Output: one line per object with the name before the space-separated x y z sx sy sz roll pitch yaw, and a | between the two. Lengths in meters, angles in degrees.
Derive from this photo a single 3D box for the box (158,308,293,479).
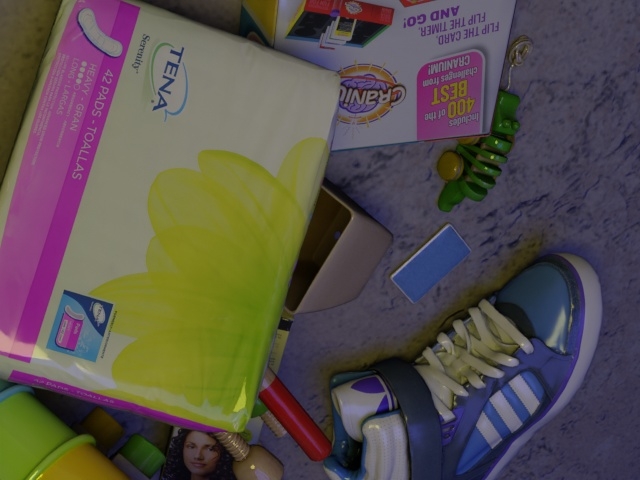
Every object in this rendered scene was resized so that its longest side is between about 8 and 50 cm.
box | -0.092 0.150 1.214 0.087 0.058 0.232 12 115 -6

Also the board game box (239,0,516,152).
board game box | 0.057 -0.230 1.066 0.242 0.064 0.316 -8 123 -26

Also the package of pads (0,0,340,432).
package of pads | -0.122 -0.021 0.946 0.229 0.101 0.296 18 78 -15

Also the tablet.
tablet | 0.113 0.024 1.306 0.083 0.006 0.054 -42 132 1

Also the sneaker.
sneaker | 0.131 0.144 1.312 0.236 0.130 0.323 8 120 -39

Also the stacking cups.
stacking cups | -0.263 0.121 0.959 0.096 0.316 0.096 -44 161 -19

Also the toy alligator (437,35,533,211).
toy alligator | 0.168 -0.102 1.225 0.056 0.051 0.189 12 113 -36

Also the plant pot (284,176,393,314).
plant pot | 0.000 0.000 1.165 0.096 0.109 0.109 13 112 -50

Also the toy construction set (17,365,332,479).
toy construction set | -0.181 0.170 1.064 0.309 0.257 0.237 -34 115 3

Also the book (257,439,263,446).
book | -0.079 0.286 1.350 0.096 0.035 0.144 -29 132 -6
